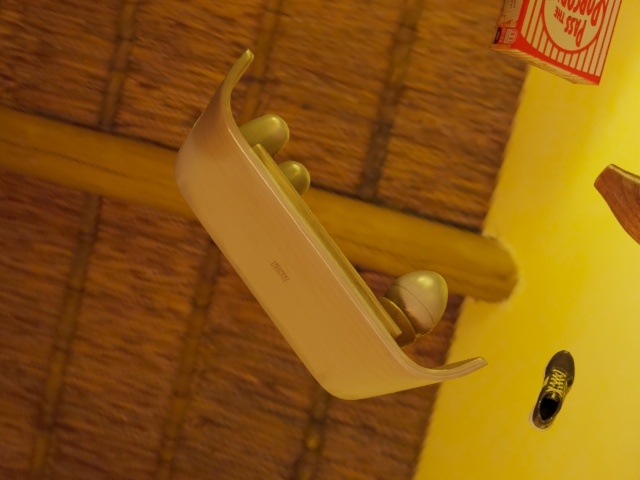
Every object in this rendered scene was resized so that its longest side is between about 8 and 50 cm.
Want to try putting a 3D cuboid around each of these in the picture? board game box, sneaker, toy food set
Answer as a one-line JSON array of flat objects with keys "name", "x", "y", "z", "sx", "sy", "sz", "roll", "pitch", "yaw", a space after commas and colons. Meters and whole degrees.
[{"name": "board game box", "x": 0.283, "y": -0.292, "z": 1.543, "sx": 0.147, "sy": 0.045, "sz": 0.193, "roll": 15, "pitch": -89, "yaw": -36}, {"name": "sneaker", "x": 0.227, "y": 0.145, "z": 1.292, "sx": 0.035, "sy": 0.031, "sz": 0.083, "roll": 92, "pitch": -162, "yaw": -78}, {"name": "toy food set", "x": 0.000, "y": 0.000, "z": 1.119, "sx": 0.092, "sy": 0.220, "sz": 0.306, "roll": -36, "pitch": -89, "yaw": -19}]

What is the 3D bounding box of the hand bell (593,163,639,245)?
[{"name": "hand bell", "x": 0.264, "y": 0.037, "z": 0.820, "sx": 0.126, "sy": 0.242, "sz": 0.126, "roll": -40, "pitch": -22, "yaw": -20}]
